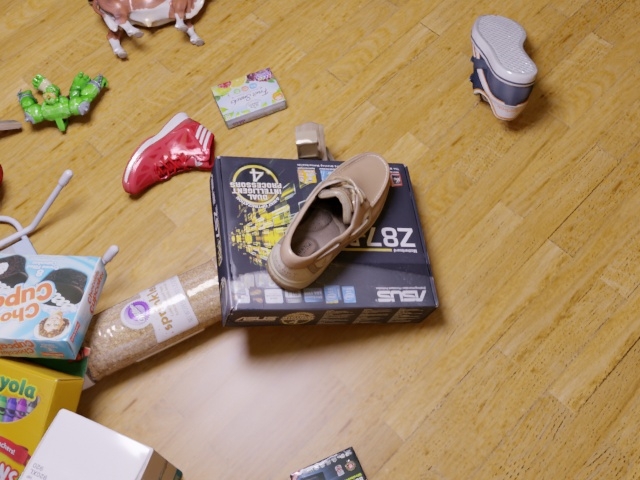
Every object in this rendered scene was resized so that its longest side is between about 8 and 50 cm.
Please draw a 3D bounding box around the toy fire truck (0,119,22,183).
[{"bbox_3d":[-0.725,-0.176,1.546,0.217,0.158,0.246,27,76,27],"label":"toy fire truck"}]

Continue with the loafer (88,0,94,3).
[{"bbox_3d":[-0.544,-0.600,1.794,0.170,0.062,0.061,25,72,15],"label":"loafer"}]

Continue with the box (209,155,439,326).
[{"bbox_3d":[0.000,0.000,1.400,0.395,0.097,0.318,1,63,-19],"label":"box"}]

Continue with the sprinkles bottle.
[{"bbox_3d":[-0.322,0.153,1.382,0.355,0.121,0.121,-26,66,-11],"label":"sprinkles bottle"}]

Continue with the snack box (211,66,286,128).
[{"bbox_3d":[-0.159,-0.316,1.652,0.141,0.037,0.100,-22,66,-9],"label":"snack box"}]

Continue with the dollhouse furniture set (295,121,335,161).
[{"bbox_3d":[0.032,-0.194,1.505,0.161,0.182,0.101,-6,64,0],"label":"dollhouse furniture set"}]

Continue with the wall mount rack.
[{"bbox_3d":[-0.556,0.040,1.440,0.304,0.130,0.350,-32,68,-13],"label":"wall mount rack"}]

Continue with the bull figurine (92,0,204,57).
[{"bbox_3d":[-0.368,-0.542,1.735,0.310,0.101,0.188,-14,66,-5],"label":"bull figurine"}]

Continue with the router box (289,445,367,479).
[{"bbox_3d":[0.020,0.424,1.282,0.122,0.038,0.092,-23,66,-9],"label":"router box"}]

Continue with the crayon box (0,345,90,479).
[{"bbox_3d":[-0.527,0.311,1.255,0.202,0.081,0.319,12,86,20],"label":"crayon box"}]

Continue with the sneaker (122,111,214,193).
[{"bbox_3d":[-0.305,-0.167,1.558,0.128,0.087,0.221,29,69,16],"label":"sneaker"}]

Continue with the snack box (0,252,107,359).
[{"bbox_3d":[-0.553,0.107,1.284,0.322,0.060,0.187,2,47,5],"label":"snack box"}]

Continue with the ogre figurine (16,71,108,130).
[{"bbox_3d":[-0.571,-0.309,1.637,0.197,0.097,0.118,3,45,-13],"label":"ogre figurine"}]

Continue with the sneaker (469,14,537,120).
[{"bbox_3d":[0.386,-0.383,1.629,0.126,0.127,0.321,7,40,-1],"label":"sneaker"}]

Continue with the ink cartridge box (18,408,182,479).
[{"bbox_3d":[-0.352,0.401,1.198,0.171,0.233,0.168,20,66,11],"label":"ink cartridge box"}]

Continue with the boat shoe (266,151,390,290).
[{"bbox_3d":[0.036,-0.053,1.319,0.121,0.110,0.341,35,57,3],"label":"boat shoe"}]
